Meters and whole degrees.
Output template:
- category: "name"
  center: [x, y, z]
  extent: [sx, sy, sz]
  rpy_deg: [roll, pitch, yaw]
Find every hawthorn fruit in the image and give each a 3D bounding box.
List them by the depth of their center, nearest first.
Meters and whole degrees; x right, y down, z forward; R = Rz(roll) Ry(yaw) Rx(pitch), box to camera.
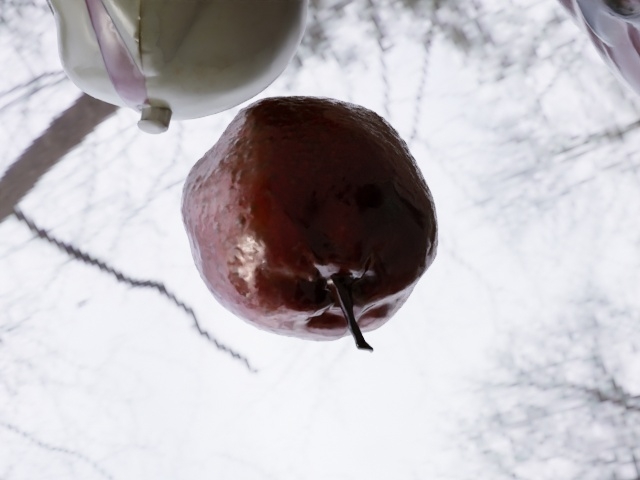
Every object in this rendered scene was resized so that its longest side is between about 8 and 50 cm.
- category: "hawthorn fruit"
  center: [0.000, 0.000, 1.123]
  extent: [0.157, 0.157, 0.194]
  rpy_deg: [24, -156, -33]

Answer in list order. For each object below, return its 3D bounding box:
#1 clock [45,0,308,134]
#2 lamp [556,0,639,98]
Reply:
- category: "clock"
  center: [-0.052, -0.123, 0.604]
  extent: [0.231, 0.103, 0.144]
  rpy_deg: [73, -154, -64]
- category: "lamp"
  center: [0.204, -0.182, 0.734]
  extent: [0.257, 0.303, 0.303]
  rpy_deg: [-6, -101, -27]
